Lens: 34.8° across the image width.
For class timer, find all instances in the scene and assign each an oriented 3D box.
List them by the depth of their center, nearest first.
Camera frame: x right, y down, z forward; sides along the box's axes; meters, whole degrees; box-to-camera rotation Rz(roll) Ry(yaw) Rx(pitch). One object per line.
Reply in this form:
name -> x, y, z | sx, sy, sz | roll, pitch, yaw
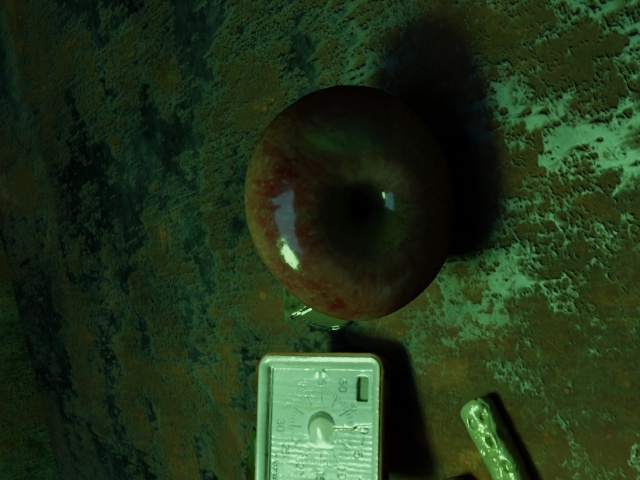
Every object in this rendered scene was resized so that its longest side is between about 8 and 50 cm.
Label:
timer -> 0.026, 0.326, 1.782 | 0.250, 0.161, 0.257 | -7, 78, 46

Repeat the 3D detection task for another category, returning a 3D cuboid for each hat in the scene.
hat -> -0.005, 0.090, 1.873 | 0.175, 0.085, 0.147 | 21, 133, 25

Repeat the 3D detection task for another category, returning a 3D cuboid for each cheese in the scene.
cheese -> 0.275, 0.330, 1.548 | 0.065, 0.043, 0.194 | -45, 64, 54

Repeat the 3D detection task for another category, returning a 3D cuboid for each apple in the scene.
apple -> 0.039, -0.057, 1.522 | 0.269, 0.344, 0.345 | -162, 61, -77

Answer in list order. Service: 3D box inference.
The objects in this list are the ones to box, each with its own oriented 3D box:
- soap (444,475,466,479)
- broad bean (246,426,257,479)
soap -> 0.239, 0.536, 1.603 | 0.325, 0.127, 0.220 | 42, 133, 42
broad bean -> -0.116, 0.558, 2.214 | 0.075, 0.067, 0.325 | -108, 8, -80
